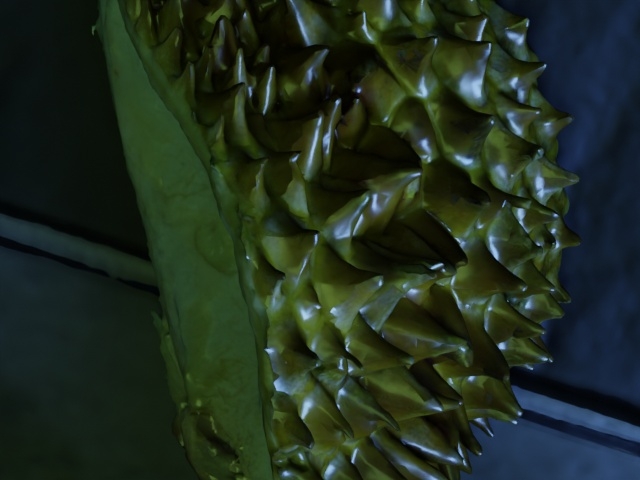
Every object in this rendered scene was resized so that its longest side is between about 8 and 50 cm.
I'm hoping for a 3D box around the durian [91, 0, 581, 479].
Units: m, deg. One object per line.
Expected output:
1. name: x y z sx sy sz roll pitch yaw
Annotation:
1. durian: 0.000 0.000 0.583 0.139 0.144 0.252 9 119 49
